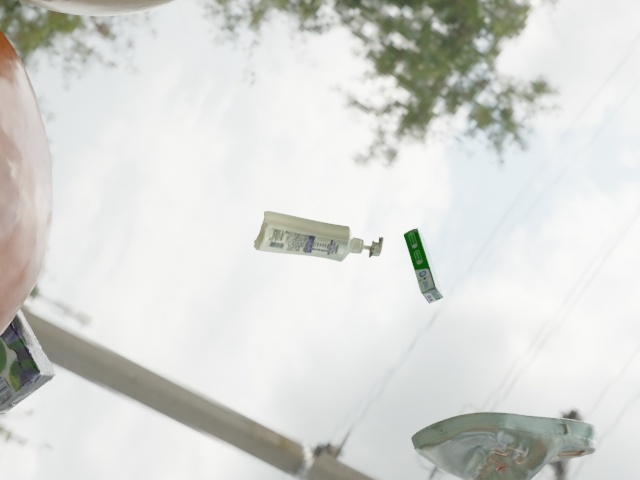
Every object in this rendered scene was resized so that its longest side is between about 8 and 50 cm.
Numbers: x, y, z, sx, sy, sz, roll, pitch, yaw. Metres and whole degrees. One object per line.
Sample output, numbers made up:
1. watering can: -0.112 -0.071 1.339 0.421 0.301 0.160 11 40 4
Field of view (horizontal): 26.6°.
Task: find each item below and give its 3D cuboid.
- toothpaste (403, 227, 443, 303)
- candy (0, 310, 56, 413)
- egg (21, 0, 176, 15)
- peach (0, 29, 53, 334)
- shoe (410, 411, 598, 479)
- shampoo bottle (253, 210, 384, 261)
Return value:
1. toothpaste: 0.098 0.023 1.296 0.017 0.020 0.083 -26 -137 12
2. candy: -0.425 0.057 1.607 0.088 0.312 0.061 -35 168 12
3. egg: -0.211 -0.349 1.255 0.351 0.282 0.282 -5 -127 27
4. peach: -0.344 -0.028 0.904 0.343 0.301 0.342 -33 -155 18
5. shoe: 0.187 0.214 1.328 0.079 0.195 0.078 130 -44 -58
6. shampoo bottle: 0.000 0.000 1.486 0.034 0.141 0.049 -98 -159 -57
